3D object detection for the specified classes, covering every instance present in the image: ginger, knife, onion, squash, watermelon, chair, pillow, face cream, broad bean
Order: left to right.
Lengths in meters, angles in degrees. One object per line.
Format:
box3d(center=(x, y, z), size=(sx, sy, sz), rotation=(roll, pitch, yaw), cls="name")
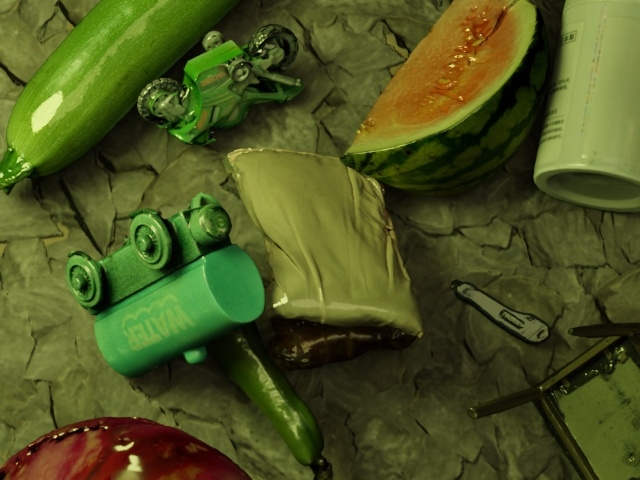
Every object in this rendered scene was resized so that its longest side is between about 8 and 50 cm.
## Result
box3d(center=(-0.186, 0.352, 1.533), size=(0.358, 0.345, 0.358), rotation=(-2, 66, 5), cls="onion")
box3d(center=(-0.208, -0.203, 1.736), size=(0.107, 0.107, 0.395), rotation=(42, 76, 2), cls="squash")
box3d(center=(-0.080, 0.124, 1.685), size=(0.056, 0.098, 0.318), rotation=(-28, 81, -23), cls="broad bean")
box3d(center=(0.000, 0.000, 1.685), size=(0.173, 0.067, 0.270), rotation=(2, 42, -14), cls="pillow")
box3d(center=(0.017, 0.078, 1.725), size=(0.162, 0.073, 0.103), rotation=(-9, 89, -12), cls="ginger")
box3d(center=(0.173, -0.161, 1.753), size=(0.159, 0.128, 0.303), rotation=(40, 65, -5), cls="watermelon")
box3d(center=(0.195, 0.076, 1.777), size=(0.121, 0.018, 0.031), rotation=(33, 82, 1), cls="knife")
box3d(center=(0.311, 0.188, 1.693), size=(0.272, 0.166, 0.188), rotation=(-6, 60, -52), cls="chair")
box3d(center=(0.335, -0.227, 1.800), size=(0.145, 0.145, 0.370), rotation=(13, 77, -5), cls="face cream")

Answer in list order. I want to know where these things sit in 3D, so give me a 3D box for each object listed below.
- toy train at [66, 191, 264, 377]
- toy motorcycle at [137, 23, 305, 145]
box3d(center=(-0.155, 0.051, 1.628), size=(0.101, 0.248, 0.159), rotation=(-24, 87, -43), cls="toy train")
box3d(center=(-0.104, -0.159, 1.748), size=(0.190, 0.106, 0.074), rotation=(-27, 46, -16), cls="toy motorcycle")
